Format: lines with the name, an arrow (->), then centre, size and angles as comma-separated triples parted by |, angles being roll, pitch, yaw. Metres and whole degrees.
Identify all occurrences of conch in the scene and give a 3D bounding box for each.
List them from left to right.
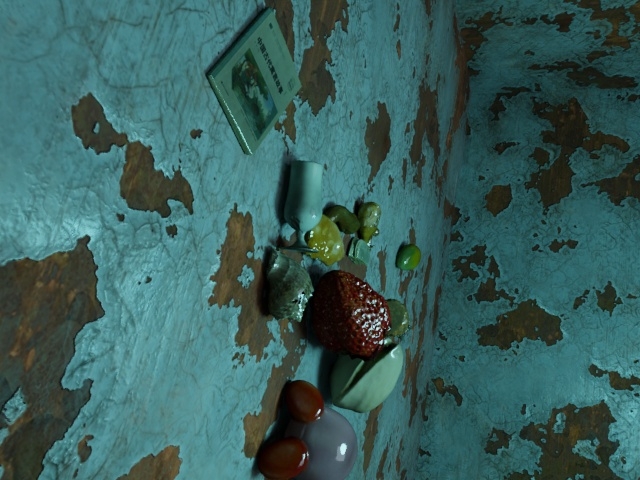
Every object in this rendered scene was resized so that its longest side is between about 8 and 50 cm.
conch -> -0.090, 0.113, 1.226 | 0.155, 0.130, 0.207 | -133, -161, -80

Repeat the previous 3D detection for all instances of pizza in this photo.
pizza -> 0.004, -0.004, 1.400 | 0.271, 0.056, 0.134 | 32, 77, -56

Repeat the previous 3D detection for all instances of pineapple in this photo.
pineapple -> 0.323, 0.356, 2.086 | 0.340, 0.169, 0.169 | 48, 52, -68

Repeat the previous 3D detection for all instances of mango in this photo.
mango -> 0.425, 0.085, 2.302 | 0.194, 0.092, 0.130 | -34, 128, -48

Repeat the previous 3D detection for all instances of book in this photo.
book -> -0.139, -0.359, 1.073 | 0.283, 0.025, 0.215 | -65, 148, -32

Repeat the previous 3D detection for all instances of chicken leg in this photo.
chicken leg -> 0.178, -0.052, 1.758 | 0.101, 0.085, 0.207 | -64, 159, -58

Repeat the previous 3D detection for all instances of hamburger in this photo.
hamburger -> 0.140, 0.035, 1.721 | 0.121, 0.054, 0.084 | 35, 65, -54

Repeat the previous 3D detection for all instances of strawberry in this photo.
strawberry -> 0.088, 0.216, 1.449 | 0.238, 0.250, 0.288 | -43, 108, -46

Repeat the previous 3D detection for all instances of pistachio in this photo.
pistachio -> 0.153, 0.438, 1.588 | 0.332, 0.208, 0.226 | -51, 156, 24

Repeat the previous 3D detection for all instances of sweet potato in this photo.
sweet potato -> 0.068, -0.070, 1.536 | 0.233, 0.062, 0.081 | 17, 83, -61

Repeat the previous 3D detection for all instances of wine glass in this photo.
wine glass -> -0.046, -0.087, 1.241 | 0.103, 0.103, 0.231 | 13, 79, -65

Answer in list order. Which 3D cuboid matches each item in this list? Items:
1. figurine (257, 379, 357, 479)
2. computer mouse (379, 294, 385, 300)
figurine -> -0.006, 0.576, 1.335 | 0.270, 0.211, 0.261 | -65, 149, -34
computer mouse -> 0.178, 0.335, 1.806 | 0.269, 0.100, 0.170 | -56, 147, -53
